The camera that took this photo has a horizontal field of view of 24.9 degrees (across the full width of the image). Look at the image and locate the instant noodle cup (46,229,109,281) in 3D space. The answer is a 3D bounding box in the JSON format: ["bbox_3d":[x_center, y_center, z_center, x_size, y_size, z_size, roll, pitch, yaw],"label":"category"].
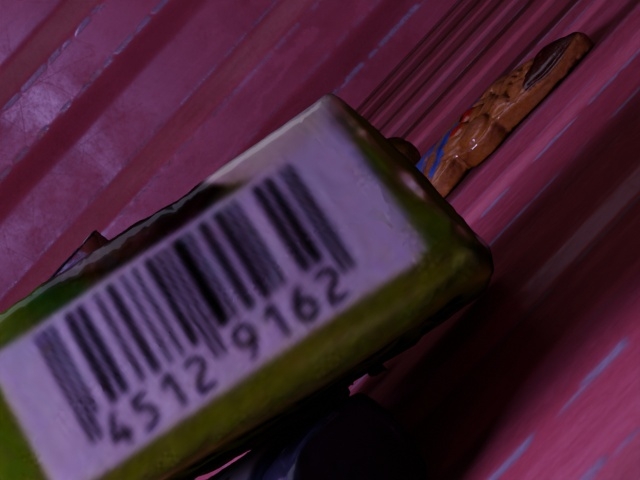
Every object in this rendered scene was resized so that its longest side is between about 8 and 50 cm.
[{"bbox_3d":[-0.246,0.135,1.707,0.243,0.231,0.243,-47,6,6],"label":"instant noodle cup"}]

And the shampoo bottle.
[{"bbox_3d":[-0.058,0.183,0.898,0.134,0.078,0.359,-42,1,-39],"label":"shampoo bottle"}]

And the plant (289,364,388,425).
[{"bbox_3d":[0.007,0.104,1.064,0.102,0.051,0.051,-44,6,-9],"label":"plant"}]

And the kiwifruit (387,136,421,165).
[{"bbox_3d":[0.061,-0.061,1.601,0.124,0.075,0.075,-46,6,-14],"label":"kiwifruit"}]

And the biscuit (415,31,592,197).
[{"bbox_3d":[0.165,-0.117,1.455,0.280,0.043,0.183,-46,9,36],"label":"biscuit"}]

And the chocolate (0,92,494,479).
[{"bbox_3d":[-0.049,0.050,0.885,0.301,0.137,0.289,-32,-7,4],"label":"chocolate"}]
